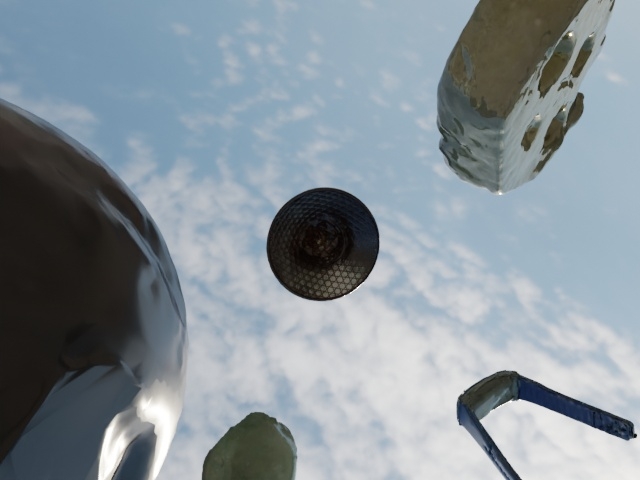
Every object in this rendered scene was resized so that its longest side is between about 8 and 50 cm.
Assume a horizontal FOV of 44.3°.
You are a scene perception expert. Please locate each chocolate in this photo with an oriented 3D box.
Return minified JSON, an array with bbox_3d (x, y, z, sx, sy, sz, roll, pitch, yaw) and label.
[{"bbox_3d":[-0.248,0.070,0.486,0.331,0.384,0.383,19,-153,29],"label":"chocolate"}]

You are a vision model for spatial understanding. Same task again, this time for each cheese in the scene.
[{"bbox_3d":[0.268,-0.220,0.996,0.115,0.327,0.318,34,-154,24],"label":"cheese"}]

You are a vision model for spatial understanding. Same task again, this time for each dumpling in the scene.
[{"bbox_3d":[-0.113,0.367,1.182,0.149,0.105,0.217,13,-112,-12],"label":"dumpling"}]

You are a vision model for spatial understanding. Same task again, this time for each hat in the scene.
[{"bbox_3d":[0.000,0.000,1.330,0.193,0.193,0.082,22,-171,-13],"label":"hat"}]

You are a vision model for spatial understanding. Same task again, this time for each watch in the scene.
[{"bbox_3d":[0.339,0.337,1.324,0.276,0.068,0.274,-25,-147,-36],"label":"watch"}]
